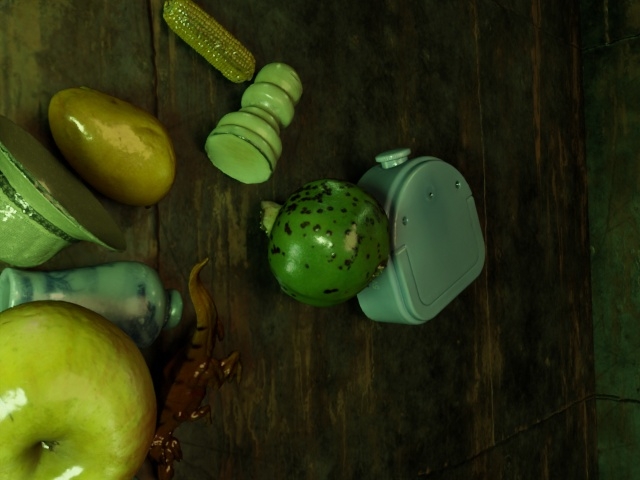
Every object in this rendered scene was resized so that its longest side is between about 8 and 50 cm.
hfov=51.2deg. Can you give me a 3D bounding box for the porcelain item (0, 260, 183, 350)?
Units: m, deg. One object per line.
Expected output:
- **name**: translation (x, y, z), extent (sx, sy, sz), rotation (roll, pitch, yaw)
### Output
- **porcelain item**: translation (-0.333, 0.094, 0.985), extent (0.259, 0.141, 0.141), rotation (10, 80, -37)

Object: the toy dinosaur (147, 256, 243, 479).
- **toy dinosaur**: translation (-0.198, 0.188, 1.097), extent (0.208, 0.097, 0.431), rotation (-32, 139, -64)

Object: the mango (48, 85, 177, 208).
- **mango**: translation (-0.316, -0.149, 1.032), extent (0.147, 0.109, 0.227), rotation (-49, 125, -8)

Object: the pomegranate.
- **pomegranate**: translation (0.000, 0.000, 1.274), extent (0.254, 0.271, 0.254), rotation (20, 90, -81)

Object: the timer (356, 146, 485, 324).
- **timer**: translation (0.202, -0.026, 1.524), extent (0.395, 0.173, 0.394), rotation (2, 87, -46)

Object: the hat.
- **hat**: translation (-0.397, -0.039, 0.898), extent (0.130, 0.257, 0.257), rotation (-42, 122, -4)

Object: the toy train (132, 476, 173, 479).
- **toy train**: translation (-0.294, 0.386, 0.887), extent (0.202, 0.300, 0.131), rotation (-26, 108, -37)

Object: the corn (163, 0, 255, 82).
- **corn**: translation (-0.195, -0.359, 1.201), extent (0.207, 0.068, 0.068), rotation (38, 61, -39)

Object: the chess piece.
- **chess piece**: translation (-0.105, -0.237, 1.254), extent (0.133, 0.133, 0.243), rotation (48, 51, -34)

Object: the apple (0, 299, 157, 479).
- **apple**: translation (-0.345, 0.210, 0.820), extent (0.286, 0.233, 0.285), rotation (-8, 110, -23)
